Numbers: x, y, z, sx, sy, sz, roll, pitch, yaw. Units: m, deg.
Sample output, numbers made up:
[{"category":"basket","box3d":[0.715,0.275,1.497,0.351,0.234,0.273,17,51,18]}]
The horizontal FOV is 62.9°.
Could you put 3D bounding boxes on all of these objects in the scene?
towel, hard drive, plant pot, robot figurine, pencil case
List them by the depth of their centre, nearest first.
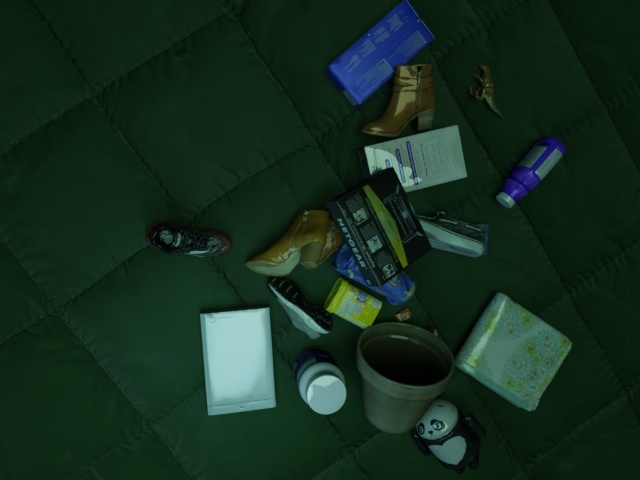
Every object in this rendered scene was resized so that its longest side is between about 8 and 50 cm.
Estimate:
[{"category":"plant pot","box3d":[0.260,0.480,1.766,0.323,0.323,0.280,3,119,-10]},{"category":"pencil case","box3d":[0.182,0.112,1.766,0.306,0.133,0.119,33,131,-23]},{"category":"hard drive","box3d":[-0.279,0.407,1.785,0.233,0.047,0.353,-4,95,-9]},{"category":"robot figurine","box3d":[0.459,0.700,1.872,0.209,0.173,0.278,-38,101,-12]},{"category":"towel","box3d":[0.579,-0.003,1.901,0.067,0.029,0.119,0,95,-9]},{"category":"towel","box3d":[0.713,0.416,1.937,0.374,0.090,0.320,33,86,-11]}]

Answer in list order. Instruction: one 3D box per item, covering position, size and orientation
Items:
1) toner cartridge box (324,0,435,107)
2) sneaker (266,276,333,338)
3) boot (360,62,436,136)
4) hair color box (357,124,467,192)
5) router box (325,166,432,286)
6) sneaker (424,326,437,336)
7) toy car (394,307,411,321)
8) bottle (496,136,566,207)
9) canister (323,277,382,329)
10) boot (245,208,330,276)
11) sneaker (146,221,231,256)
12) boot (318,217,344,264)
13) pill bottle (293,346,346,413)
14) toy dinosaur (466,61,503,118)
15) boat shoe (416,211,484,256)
[{"category":"toner cartridge box","box3d":[0.198,-0.623,1.755,0.348,0.075,0.165,-42,102,-4]},{"category":"sneaker","box3d":[-0.086,0.234,1.777,0.271,0.100,0.108,45,123,0]},{"category":"boot","box3d":[0.259,-0.466,1.732,0.283,0.109,0.220,-12,117,-13]},{"category":"hair color box","box3d":[0.313,-0.266,1.792,0.339,0.110,0.185,-15,100,-10]},{"category":"router box","box3d":[0.192,-0.043,1.668,0.243,0.081,0.309,-32,101,-24]},{"category":"sneaker","box3d":[0.396,0.424,1.893,0.092,0.088,0.225,1,95,-31]},{"category":"toy car","box3d":[0.293,0.232,1.869,0.060,0.040,0.122,-11,97,-9]},{"category":"bottle","box3d":[0.742,-0.240,1.861,0.092,0.118,0.283,42,87,-11]},{"category":"canister","box3d":[0.115,0.224,1.822,0.170,0.073,0.126,30,90,-12]},{"category":"boot","box3d":[-0.105,0.002,1.747,0.104,0.295,0.211,46,45,-45]},{"category":"sneaker","box3d":[-0.423,0.002,1.679,0.276,0.135,0.097,9,92,-12]},{"category":"boot","box3d":[0.000,0.000,1.784,0.197,0.073,0.152,-10,98,-21]},{"category":"pill bottle","box3d":[-0.003,0.460,1.725,0.153,0.264,0.153,-1,96,-10]},{"category":"toy dinosaur","box3d":[0.585,-0.520,1.837,0.112,0.064,0.211,-17,98,-9]},{"category":"boat shoe","box3d":[0.419,-0.041,1.840,0.335,0.121,0.119,19,69,-10]}]
